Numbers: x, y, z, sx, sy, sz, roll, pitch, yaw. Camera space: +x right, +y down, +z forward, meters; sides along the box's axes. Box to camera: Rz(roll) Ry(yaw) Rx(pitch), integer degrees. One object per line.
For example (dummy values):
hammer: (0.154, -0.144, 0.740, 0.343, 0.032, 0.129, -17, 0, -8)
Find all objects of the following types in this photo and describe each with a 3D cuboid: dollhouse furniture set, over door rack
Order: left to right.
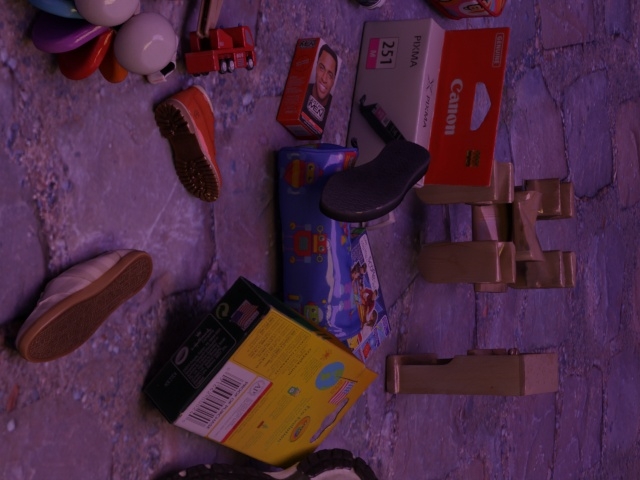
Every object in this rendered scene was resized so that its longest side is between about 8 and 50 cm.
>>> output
over door rack: (0.187, -0.159, 2.193, 0.239, 0.108, 0.324, 16, 78, -57)
dollhouse furniture set: (0.266, 0.070, 2.215, 0.362, 0.256, 0.394, 6, 82, -59)

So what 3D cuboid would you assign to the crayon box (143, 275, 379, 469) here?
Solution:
crayon box: (-0.072, 0.195, 1.738, 0.202, 0.081, 0.318, -49, 143, 2)

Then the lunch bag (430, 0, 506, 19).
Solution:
lunch bag: (0.254, -0.562, 2.261, 0.258, 0.120, 0.293, 27, 70, -55)

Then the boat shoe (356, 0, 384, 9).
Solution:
boat shoe: (0.082, -0.471, 2.039, 0.083, 0.065, 0.183, 19, 77, -59)

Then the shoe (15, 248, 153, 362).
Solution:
shoe: (-0.288, 0.072, 1.499, 0.219, 0.058, 0.076, -40, 145, -46)

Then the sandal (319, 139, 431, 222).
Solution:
sandal: (0.086, -0.074, 1.832, 0.254, 0.097, 0.054, -33, 145, -50)

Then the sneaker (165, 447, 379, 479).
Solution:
sneaker: (-0.093, 0.412, 1.744, 0.410, 0.158, 0.182, 2, 132, -40)

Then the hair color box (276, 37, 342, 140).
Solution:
hair color box: (-0.016, -0.230, 1.920, 0.072, 0.043, 0.141, 38, 60, -52)

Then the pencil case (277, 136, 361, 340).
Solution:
pencil case: (0.000, 0.000, 1.891, 0.133, 0.119, 0.306, -17, 107, -72)

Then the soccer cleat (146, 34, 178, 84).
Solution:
soccer cleat: (-0.198, -0.234, 1.633, 0.029, 0.035, 0.083, 58, 46, -42)

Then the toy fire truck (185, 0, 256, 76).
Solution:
toy fire truck: (-0.147, -0.288, 1.679, 0.192, 0.047, 0.135, -27, 112, -66)

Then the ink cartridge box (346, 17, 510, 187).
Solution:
ink cartridge box: (0.168, -0.221, 2.032, 0.060, 0.239, 0.275, 24, 71, -56)

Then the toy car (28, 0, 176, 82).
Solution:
toy car: (-0.265, -0.255, 1.449, 0.136, 0.159, 0.182, -40, 135, -4)

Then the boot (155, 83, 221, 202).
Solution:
boot: (-0.159, -0.131, 1.687, 0.084, 0.059, 0.158, -54, 134, -49)

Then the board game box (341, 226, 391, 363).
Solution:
board game box: (0.053, 0.098, 2.060, 0.136, 0.035, 0.201, -45, 129, -47)
